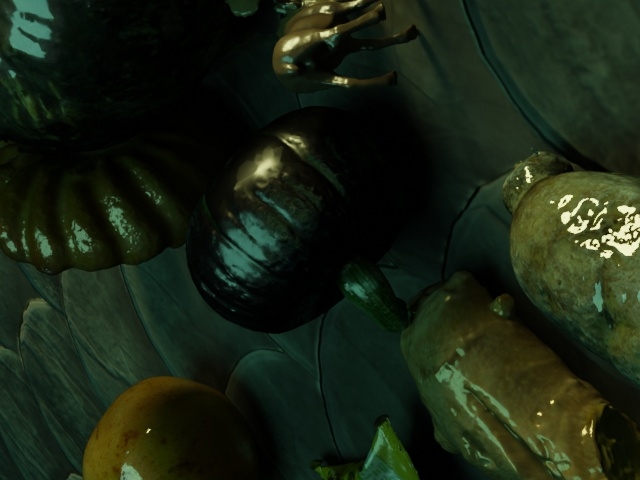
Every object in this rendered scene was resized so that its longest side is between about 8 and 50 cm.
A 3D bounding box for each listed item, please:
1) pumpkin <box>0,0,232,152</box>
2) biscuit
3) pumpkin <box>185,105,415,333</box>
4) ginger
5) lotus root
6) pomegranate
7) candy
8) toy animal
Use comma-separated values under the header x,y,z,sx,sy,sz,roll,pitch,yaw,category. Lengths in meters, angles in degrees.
x,y,z,sx,sy,sz,roll,pitch,yaw,category
-0.294,-0.316,1.266,0.454,0.344,0.455,15,121,27,pumpkin
-0.255,-0.085,1.406,0.325,0.325,0.107,27,134,40,biscuit
0.000,0.000,1.214,0.248,0.248,0.248,32,137,36,pumpkin
0.206,0.175,1.172,0.354,0.126,0.190,39,120,32,ginger
0.269,0.036,0.955,0.349,0.175,0.175,31,137,40,lotus root
-0.213,0.323,1.723,0.264,0.264,0.264,32,137,36,pomegranate
0.080,0.322,1.490,0.187,0.081,0.297,56,157,6,candy
-0.007,-0.211,1.158,0.186,0.214,0.094,-7,121,22,toy animal
